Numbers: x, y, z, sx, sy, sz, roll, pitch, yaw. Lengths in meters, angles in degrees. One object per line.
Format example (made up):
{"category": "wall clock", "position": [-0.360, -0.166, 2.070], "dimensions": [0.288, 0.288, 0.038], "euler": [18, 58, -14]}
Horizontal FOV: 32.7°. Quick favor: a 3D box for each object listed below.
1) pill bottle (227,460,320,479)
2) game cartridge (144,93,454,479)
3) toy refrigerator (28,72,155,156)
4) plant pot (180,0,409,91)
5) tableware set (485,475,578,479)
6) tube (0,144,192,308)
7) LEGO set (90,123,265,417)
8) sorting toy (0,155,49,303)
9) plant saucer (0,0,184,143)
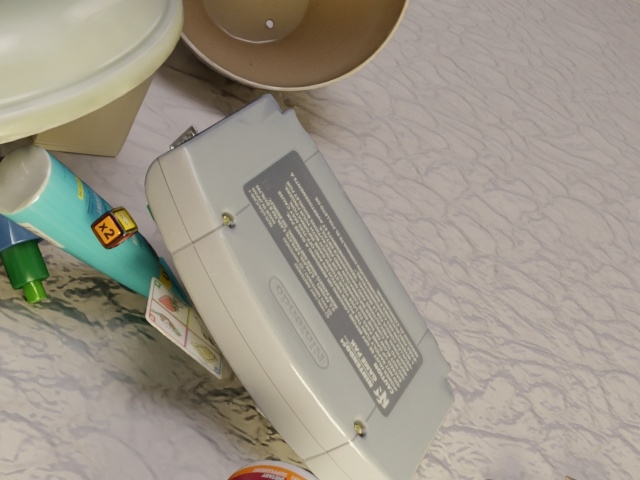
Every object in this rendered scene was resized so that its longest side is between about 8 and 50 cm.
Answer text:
{"category": "pill bottle", "position": [-0.047, 0.203, 0.632], "dimensions": [0.086, 0.086, 0.152], "euler": [33, 31, 4]}
{"category": "game cartridge", "position": [-0.009, 0.042, 0.824], "dimensions": [0.297, 0.062, 0.198], "euler": [59, 35, -7]}
{"category": "toy refrigerator", "position": [-0.258, -0.205, 1.030], "dimensions": [0.094, 0.102, 0.269], "euler": [3, 41, -38]}
{"category": "plant pot", "position": [-0.058, -0.302, 1.229], "dimensions": [0.284, 0.284, 0.191], "euler": [23, -3, -14]}
{"category": "tableware set", "position": [0.208, 0.248, 0.857], "dimensions": [0.141, 0.020, 0.168], "euler": [19, 31, -24]}
{"category": "tube", "position": [-0.159, 0.001, 0.810], "dimensions": [0.207, 0.052, 0.080], "euler": [44, 14, -55]}
{"category": "LEGO set", "position": [-0.064, 0.029, 0.823], "dimensions": [0.244, 0.060, 0.182], "euler": [43, 23, -27]}
{"category": "sorting toy", "position": [-0.303, 0.033, 0.676], "dimensions": [0.365, 0.127, 0.126], "euler": [-17, 84, -55]}
{"category": "plant saucer", "position": [-0.307, -0.199, 0.822], "dimensions": [0.400, 0.100, 0.400], "euler": [-1, 35, 0]}
